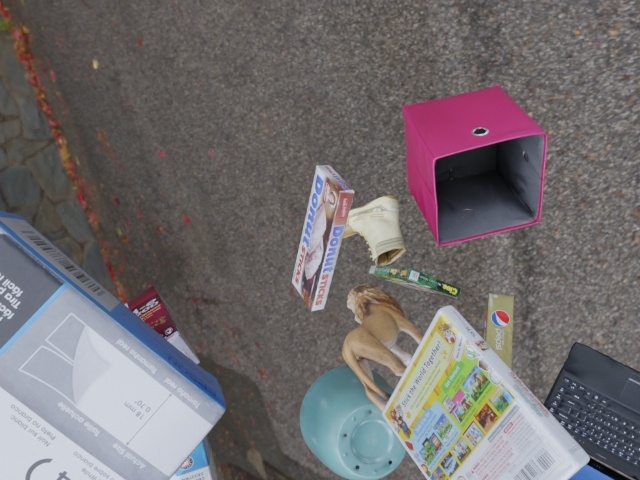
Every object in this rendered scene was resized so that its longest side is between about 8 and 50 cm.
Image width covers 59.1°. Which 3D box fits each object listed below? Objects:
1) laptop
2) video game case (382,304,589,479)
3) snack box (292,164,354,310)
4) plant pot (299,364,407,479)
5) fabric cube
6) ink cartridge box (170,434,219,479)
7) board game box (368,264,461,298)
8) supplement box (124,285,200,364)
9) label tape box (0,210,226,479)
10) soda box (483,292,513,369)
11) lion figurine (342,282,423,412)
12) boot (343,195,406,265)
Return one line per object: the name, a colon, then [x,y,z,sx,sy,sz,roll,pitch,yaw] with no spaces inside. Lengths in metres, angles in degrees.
laptop: [0.475,0.336,0.908,0.234,0.136,0.264,27,91,18]
video game case: [0.169,0.222,0.654,0.206,0.026,0.226,51,142,34]
snack box: [0.000,0.000,0.700,0.064,0.022,0.178,53,139,45]
plant pot: [0.106,0.500,1.508,0.235,0.293,0.292,168,80,-79]
fabric cube: [0.356,-0.184,1.346,0.258,0.254,0.259,-103,0,-50]
ink cartridge box: [-0.308,0.553,1.186,0.197,0.198,0.269,147,107,-77]
board game box: [0.222,0.097,1.380,0.030,0.136,0.260,-68,12,-6]
supplement box: [-0.316,0.181,1.017,0.239,0.130,0.073,30,153,60]
label tape box: [-0.274,0.178,0.438,0.241,0.333,0.106,43,170,-10]
soda box: [0.404,0.216,1.287,0.058,0.181,0.061,7,148,10]
lion figurine: [0.136,0.241,1.399,0.240,0.392,0.142,42,109,4]
boot: [0.157,-0.007,1.836,0.262,0.095,0.203,-25,60,34]
